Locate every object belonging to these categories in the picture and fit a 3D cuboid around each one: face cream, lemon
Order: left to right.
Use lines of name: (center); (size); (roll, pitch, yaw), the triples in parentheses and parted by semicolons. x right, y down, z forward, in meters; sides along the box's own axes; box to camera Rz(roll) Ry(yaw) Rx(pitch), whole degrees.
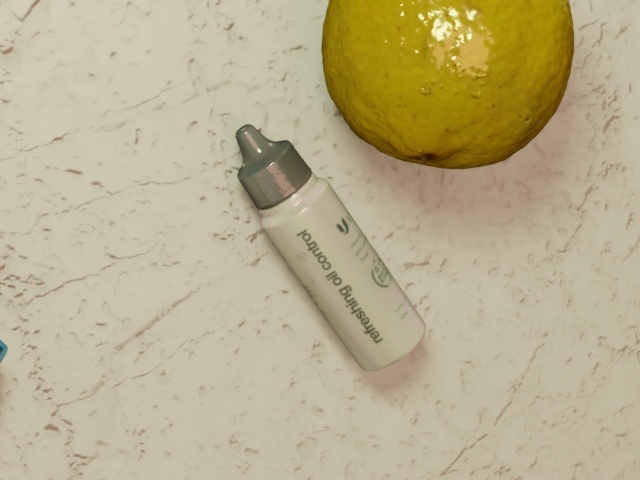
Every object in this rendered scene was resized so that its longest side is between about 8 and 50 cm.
face cream: (0.000, 0.000, 2.051); (0.092, 0.092, 0.311); (-37, 107, -9)
lemon: (0.134, -0.210, 1.966); (0.293, 0.293, 0.293); (-3, 100, -18)

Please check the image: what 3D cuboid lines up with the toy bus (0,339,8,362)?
toy bus: (-0.445, 0.086, 1.889); (0.234, 0.116, 0.133); (46, 42, -20)
